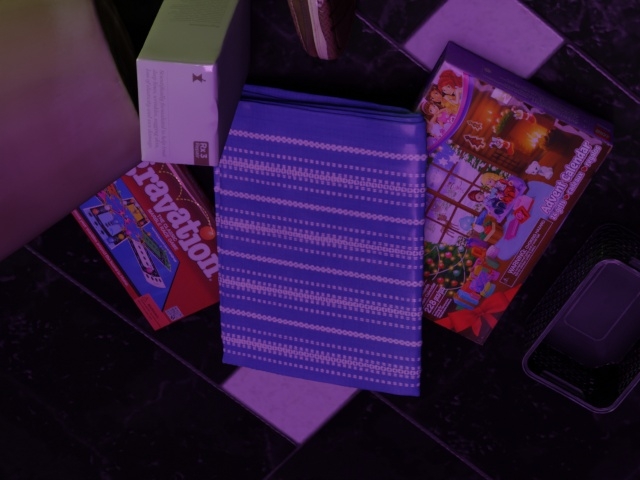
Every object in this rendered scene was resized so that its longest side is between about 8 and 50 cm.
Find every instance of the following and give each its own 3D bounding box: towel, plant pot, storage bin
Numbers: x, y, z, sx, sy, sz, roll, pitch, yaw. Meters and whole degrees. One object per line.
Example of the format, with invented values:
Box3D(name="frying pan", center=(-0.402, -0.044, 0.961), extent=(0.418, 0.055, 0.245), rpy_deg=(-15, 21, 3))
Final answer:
Box3D(name="towel", center=(0.000, 0.000, 2.064), extent=(0.243, 0.040, 0.336), rpy_deg=(9, 116, 19))
Box3D(name="plant pot", center=(-0.326, -0.134, 1.951), extent=(0.280, 0.323, 0.323), rpy_deg=(-21, 116, 4))
Box3D(name="storage bin", center=(0.314, 0.086, 2.088), extent=(0.122, 0.084, 0.180), rpy_deg=(29, 119, -8))

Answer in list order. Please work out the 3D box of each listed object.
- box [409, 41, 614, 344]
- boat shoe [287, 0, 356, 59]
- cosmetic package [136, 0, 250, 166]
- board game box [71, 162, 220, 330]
Box3D(name="box", center=(0.158, -0.046, 2.050), extent=(0.201, 0.057, 0.293), rpy_deg=(26, 121, -6))
Box3D(name="boat shoe", center=(-0.025, -0.308, 1.915), extent=(0.095, 0.095, 0.257), rpy_deg=(5, 116, 22))
Box3D(name="cosmetic package", center=(-0.125, -0.179, 1.914), extent=(0.085, 0.231, 0.117), rpy_deg=(4, 120, 6))
Box3D(name="board game box", center=(-0.200, -0.037, 2.130), extent=(0.145, 0.027, 0.281), rpy_deg=(-25, 113, 20))
